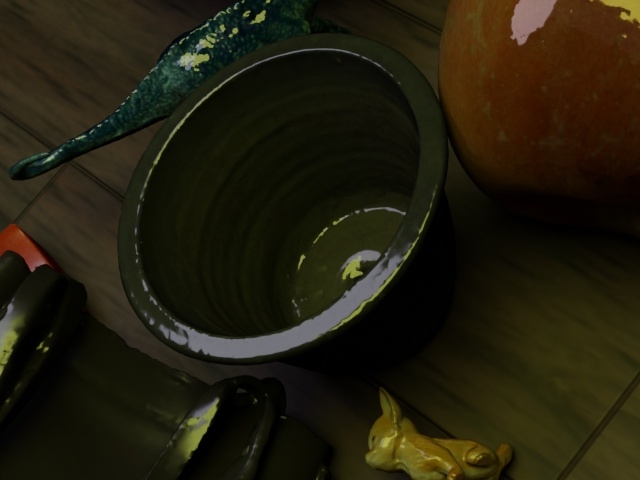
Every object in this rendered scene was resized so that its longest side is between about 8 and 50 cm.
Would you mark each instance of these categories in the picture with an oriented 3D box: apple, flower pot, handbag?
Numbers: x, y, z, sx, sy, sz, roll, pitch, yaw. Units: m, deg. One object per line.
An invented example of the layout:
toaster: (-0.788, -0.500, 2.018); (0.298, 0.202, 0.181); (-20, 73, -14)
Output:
apple: (0.195, -0.104, 0.827); (0.254, 0.253, 0.253); (-10, 59, 18)
flower pot: (0.000, 0.000, 0.892); (0.235, 0.148, 0.235); (-14, 56, 22)
handbag: (-0.159, 0.161, 0.854); (0.285, 0.113, 0.257); (28, 67, 7)

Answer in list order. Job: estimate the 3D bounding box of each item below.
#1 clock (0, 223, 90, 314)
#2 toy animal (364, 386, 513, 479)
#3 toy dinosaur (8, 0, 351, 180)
clock: (-0.263, 0.066, 1.028); (0.155, 0.061, 0.113); (-42, 54, -6)
toy animal: (0.070, 0.130, 0.851); (0.081, 0.060, 0.083); (-32, 48, -26)
toy dinosaur: (-0.064, -0.136, 1.009); (0.363, 0.147, 0.076); (-36, 52, 10)
